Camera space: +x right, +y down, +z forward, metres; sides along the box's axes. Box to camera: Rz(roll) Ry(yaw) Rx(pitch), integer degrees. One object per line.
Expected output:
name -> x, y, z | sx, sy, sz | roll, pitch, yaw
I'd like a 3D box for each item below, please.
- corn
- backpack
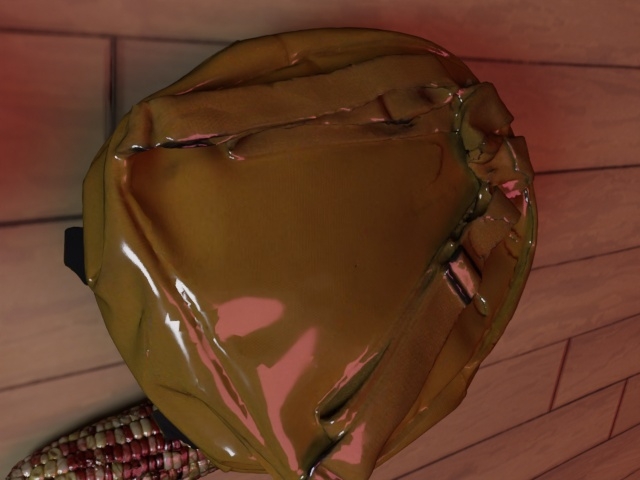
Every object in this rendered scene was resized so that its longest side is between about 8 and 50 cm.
corn -> -0.161, 0.191, 0.607 | 0.253, 0.086, 0.086 | -15, 119, -29
backpack -> 0.010, 0.007, 0.548 | 0.378, 0.201, 0.353 | -25, 99, -27
